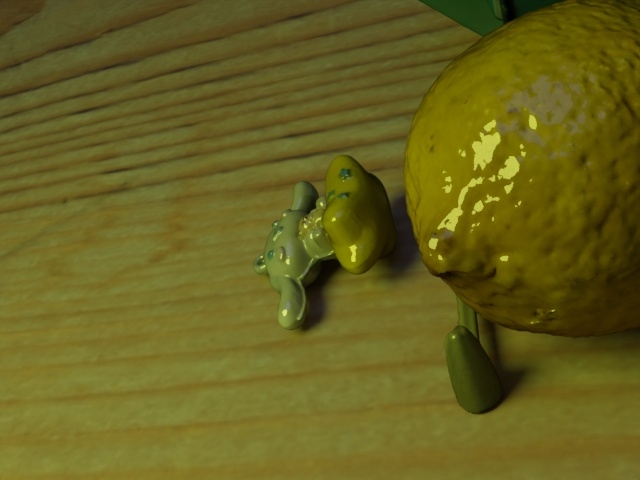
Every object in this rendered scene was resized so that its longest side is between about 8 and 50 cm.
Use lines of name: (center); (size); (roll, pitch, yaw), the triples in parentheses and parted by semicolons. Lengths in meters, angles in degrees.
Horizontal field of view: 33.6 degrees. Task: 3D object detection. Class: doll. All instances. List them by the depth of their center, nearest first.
doll: (0.001, -0.005, 0.760); (0.113, 0.071, 0.135); (-42, 31, 9)

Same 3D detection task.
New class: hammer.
hammer: (0.088, 0.021, 0.682); (0.028, 0.060, 0.195); (-15, 35, 13)

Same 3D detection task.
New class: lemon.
lemon: (0.151, -0.040, 0.604); (0.257, 0.188, 0.188); (-23, 32, -33)

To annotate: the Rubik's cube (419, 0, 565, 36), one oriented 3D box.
Rubik's cube: (0.204, -0.310, 0.744); (0.358, 0.387, 0.368); (6, 58, 20)
